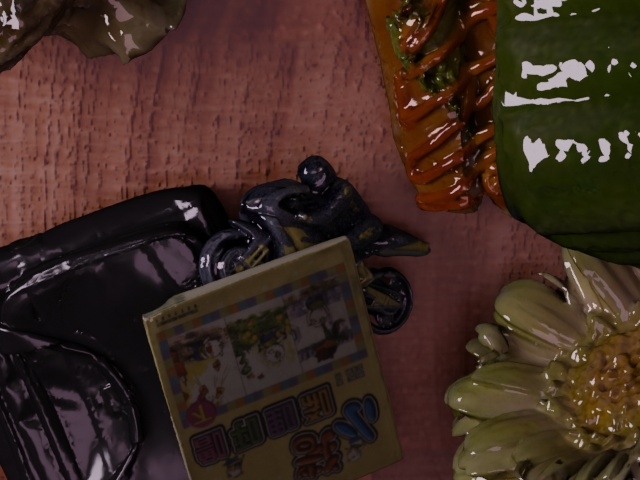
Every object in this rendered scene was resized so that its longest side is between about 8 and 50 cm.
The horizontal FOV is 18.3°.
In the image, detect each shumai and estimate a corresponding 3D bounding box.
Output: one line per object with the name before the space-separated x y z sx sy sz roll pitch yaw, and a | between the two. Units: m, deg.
shumai | -0.195 -0.195 1.456 0.153 0.161 0.209 24 68 -36

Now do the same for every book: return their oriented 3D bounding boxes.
book | -0.033 0.110 1.489 0.168 0.013 0.192 -21 112 -15

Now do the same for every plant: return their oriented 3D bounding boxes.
plant | 0.247 0.142 1.480 0.306 0.261 0.297 -9 103 11

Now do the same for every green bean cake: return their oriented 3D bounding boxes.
green bean cake | 0.239 -0.147 1.339 0.218 0.319 0.335 -3 76 31

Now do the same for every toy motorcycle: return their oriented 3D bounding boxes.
toy motorcycle | 0.000 0.000 1.513 0.193 0.061 0.124 14 88 -30

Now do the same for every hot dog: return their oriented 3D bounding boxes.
hot dog | 0.109 -0.183 1.473 0.158 0.117 0.348 -9 103 0

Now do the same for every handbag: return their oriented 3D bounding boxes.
handbag | -0.147 0.114 1.546 0.244 0.088 0.275 -19 104 5
